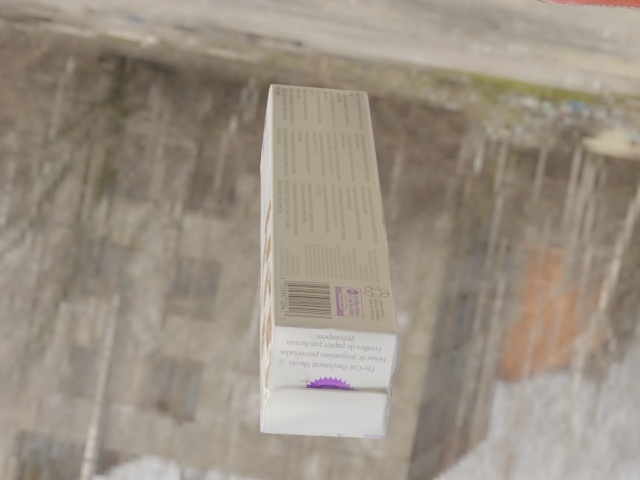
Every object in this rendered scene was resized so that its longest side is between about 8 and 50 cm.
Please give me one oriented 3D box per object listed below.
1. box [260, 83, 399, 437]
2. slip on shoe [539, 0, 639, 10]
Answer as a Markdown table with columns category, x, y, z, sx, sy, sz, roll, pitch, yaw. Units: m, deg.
| category | x | y | z | sx | sy | sz | roll | pitch | yaw |
| --- | --- | --- | --- | --- | --- | --- | --- | --- | --- |
| box | 0.000 | 0.000 | 1.017 | 0.067 | 0.063 | 0.324 | 5 | -155 | -5 |
| slip on shoe | 0.251 | -0.096 | 0.884 | 0.331 | 0.101 | 0.123 | 12 | -158 | 0 |
